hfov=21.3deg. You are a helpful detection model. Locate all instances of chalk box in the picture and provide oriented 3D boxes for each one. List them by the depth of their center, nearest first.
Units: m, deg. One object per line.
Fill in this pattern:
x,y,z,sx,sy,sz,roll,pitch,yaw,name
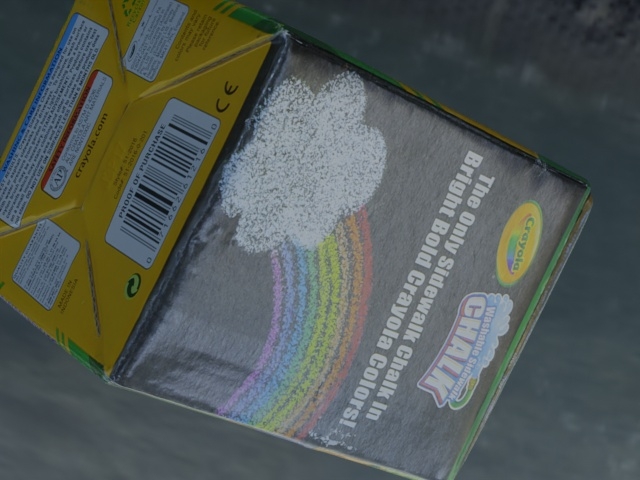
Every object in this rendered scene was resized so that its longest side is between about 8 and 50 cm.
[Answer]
0.000,0.000,0.645,0.213,0.132,0.132,24,-176,-41,chalk box
